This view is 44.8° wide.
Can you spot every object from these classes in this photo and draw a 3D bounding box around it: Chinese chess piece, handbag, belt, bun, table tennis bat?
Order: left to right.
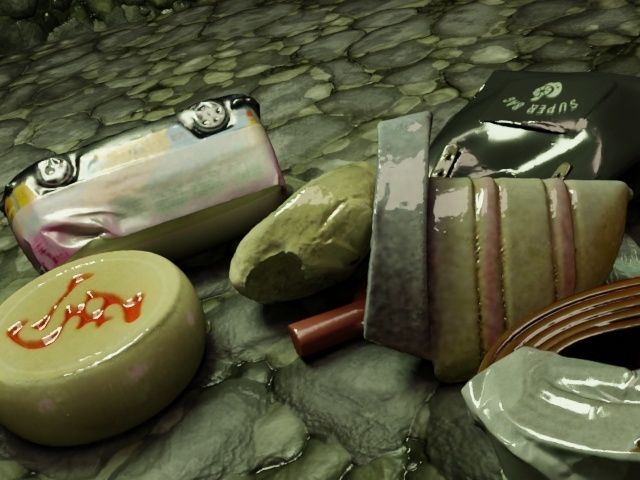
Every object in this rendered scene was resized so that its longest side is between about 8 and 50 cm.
[{"bbox_3d":[-0.268,0.118,0.917,0.273,0.102,0.273,-10,31,6],"label":"Chinese chess piece"},{"bbox_3d":[0.000,0.000,0.956,0.237,0.116,0.210,-39,-5,-12],"label":"bun"},{"bbox_3d":[0.113,0.068,0.914,0.310,0.038,0.200,-18,31,-14],"label":"table tennis bat"},{"bbox_3d":[0.286,-0.118,1.040,0.342,0.152,0.288,15,45,42],"label":"handbag"},{"bbox_3d":[0.283,0.131,0.587,0.338,0.122,0.217,-10,31,35],"label":"belt"}]

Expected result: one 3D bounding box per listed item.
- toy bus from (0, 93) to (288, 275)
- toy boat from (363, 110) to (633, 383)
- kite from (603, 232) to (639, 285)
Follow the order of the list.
[{"bbox_3d":[-0.239,-0.054,1.097,0.386,0.171,0.162,-22,63,-13],"label":"toy bus"},{"bbox_3d":[0.165,0.013,0.815,0.293,0.111,0.276,19,76,6],"label":"toy boat"},{"bbox_3d":[0.234,0.022,0.907,0.309,0.015,0.169,6,32,10],"label":"kite"}]
